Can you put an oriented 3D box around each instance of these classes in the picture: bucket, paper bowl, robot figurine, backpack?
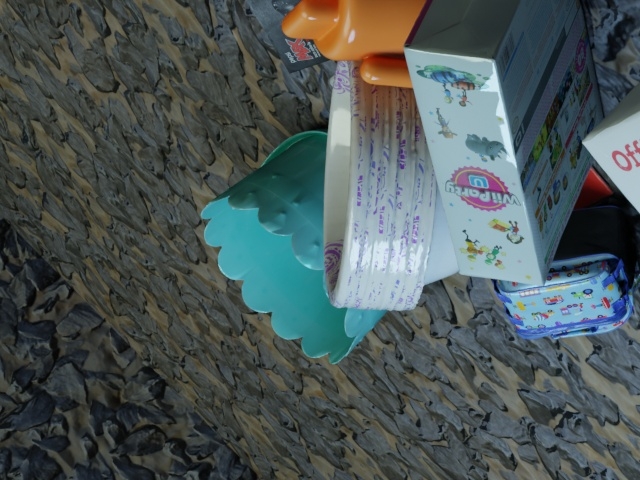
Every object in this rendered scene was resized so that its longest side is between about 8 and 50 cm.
[{"bbox_3d":[0.000,0.000,2.544,0.281,0.183,0.281,39,156,21],"label":"bucket"},{"bbox_3d":[0.087,-0.066,2.061,0.148,0.284,0.284,4,156,-6],"label":"paper bowl"},{"bbox_3d":[0.071,-0.242,1.941,0.158,0.219,0.128,-113,29,-46],"label":"robot figurine"},{"bbox_3d":[0.273,0.048,2.137,0.158,0.117,0.173,-8,143,16],"label":"backpack"}]

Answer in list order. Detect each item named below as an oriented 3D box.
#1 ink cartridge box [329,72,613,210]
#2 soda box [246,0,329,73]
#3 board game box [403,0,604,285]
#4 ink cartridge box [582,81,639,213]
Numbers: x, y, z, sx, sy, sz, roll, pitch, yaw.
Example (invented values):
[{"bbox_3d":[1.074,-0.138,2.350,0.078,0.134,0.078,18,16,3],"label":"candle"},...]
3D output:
[{"bbox_3d":[0.161,-0.118,2.197,0.296,0.066,0.261,50,160,-3],"label":"ink cartridge box"},{"bbox_3d":[-0.038,-0.251,2.073,0.169,0.060,0.053,56,-161,-55],"label":"soda box"},{"bbox_3d":[0.184,-0.140,1.882,0.097,0.224,0.303,7,139,25],"label":"board game box"},{"bbox_3d":[0.446,-0.018,1.683,0.384,0.160,0.279,50,159,-4],"label":"ink cartridge box"}]
